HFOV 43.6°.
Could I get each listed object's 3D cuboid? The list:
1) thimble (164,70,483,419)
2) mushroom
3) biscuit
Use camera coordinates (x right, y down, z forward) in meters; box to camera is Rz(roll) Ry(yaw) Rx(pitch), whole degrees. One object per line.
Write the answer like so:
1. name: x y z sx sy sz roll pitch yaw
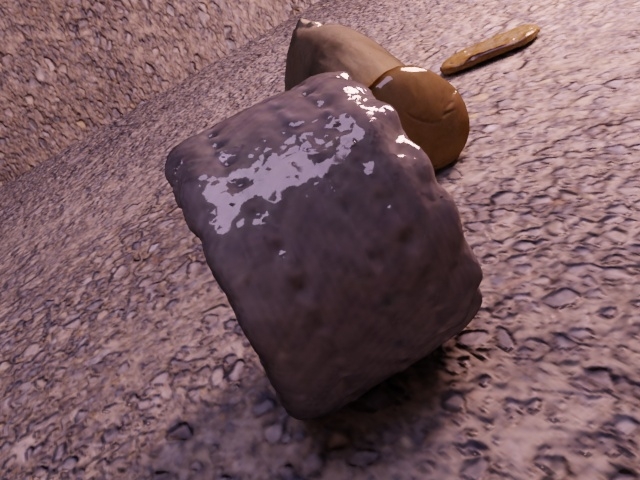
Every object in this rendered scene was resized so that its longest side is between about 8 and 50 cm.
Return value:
1. thimble: 0.000 0.000 0.583 0.157 0.217 0.245 -27 6 -6
2. mushroom: 0.045 -0.186 1.001 0.138 0.154 0.407 9 13 -23
3. biscuit: 0.235 -0.267 1.117 0.147 0.018 0.071 -20 22 22
